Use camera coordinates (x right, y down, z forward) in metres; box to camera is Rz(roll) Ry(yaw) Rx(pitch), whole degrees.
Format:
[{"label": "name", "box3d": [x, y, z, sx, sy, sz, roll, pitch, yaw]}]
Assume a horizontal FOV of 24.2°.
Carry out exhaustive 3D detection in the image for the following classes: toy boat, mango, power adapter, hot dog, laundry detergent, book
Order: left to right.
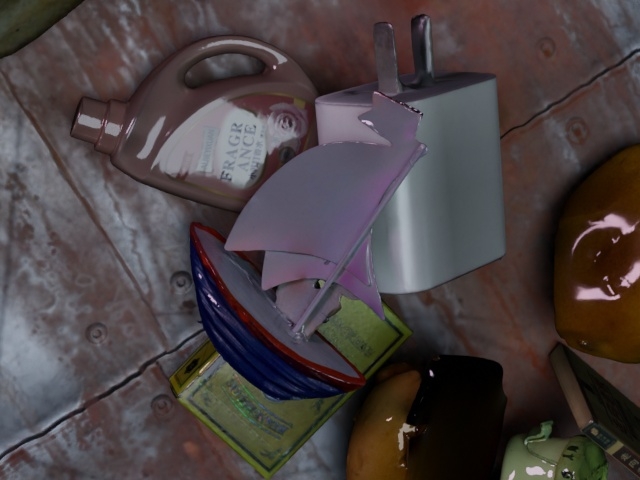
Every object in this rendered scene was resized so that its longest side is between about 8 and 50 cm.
[{"label": "laundry detergent", "box3d": [-0.113, -0.124, 1.461, 0.237, 0.076, 0.171, 18, 95, -15]}, {"label": "toy boat", "box3d": [-0.026, 0.000, 1.409, 0.219, 0.072, 0.318, 19, 111, 22]}, {"label": "hot dog", "box3d": [0.081, 0.242, 1.563, 0.194, 0.107, 0.326, 3, 112, -46]}, {"label": "power adapter", "box3d": [0.091, -0.091, 1.463, 0.187, 0.124, 0.255, -20, 112, -47]}, {"label": "book", "box3d": [0.347, 0.219, 1.613, 0.231, 0.161, 0.026, 39, 106, -20]}, {"label": "mango", "box3d": [0.348, 0.012, 1.571, 0.136, 0.166, 0.236, 14, 76, -58]}]

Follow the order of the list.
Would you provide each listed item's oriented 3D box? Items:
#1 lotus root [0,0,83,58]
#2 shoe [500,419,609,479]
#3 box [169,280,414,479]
[{"label": "lotus root", "box3d": [-0.273, -0.321, 1.349, 0.314, 0.142, 0.210, -43, 147, -6]}, {"label": "shoe", "box3d": [0.240, 0.316, 1.602, 0.140, 0.128, 0.262, -14, 123, -46]}, {"label": "box", "box3d": [-0.031, 0.121, 1.543, 0.220, 0.064, 0.141, -44, 109, 1]}]
